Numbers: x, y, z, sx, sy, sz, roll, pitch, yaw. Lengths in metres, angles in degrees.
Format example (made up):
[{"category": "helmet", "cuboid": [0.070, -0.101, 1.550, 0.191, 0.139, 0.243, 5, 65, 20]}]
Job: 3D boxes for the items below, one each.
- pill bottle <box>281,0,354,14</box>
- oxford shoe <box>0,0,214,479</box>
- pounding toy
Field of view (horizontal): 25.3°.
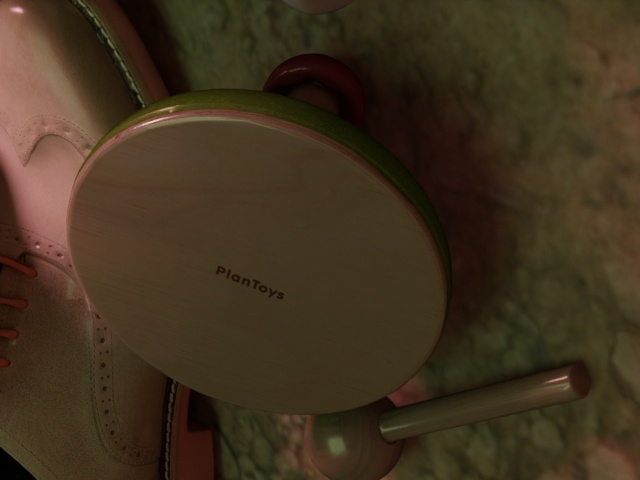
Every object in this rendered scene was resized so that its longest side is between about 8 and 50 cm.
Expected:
[{"category": "pill bottle", "cuboid": [-0.036, -0.174, 0.645, 0.152, 0.086, 0.086, 39, 132, 26]}, {"category": "oxford shoe", "cuboid": [-0.152, 0.046, 0.816, 0.140, 0.146, 0.396, 14, 117, 43]}, {"category": "pounding toy", "cuboid": [0.000, 0.000, 0.700, 0.237, 0.110, 0.183, 43, 129, -19]}]
